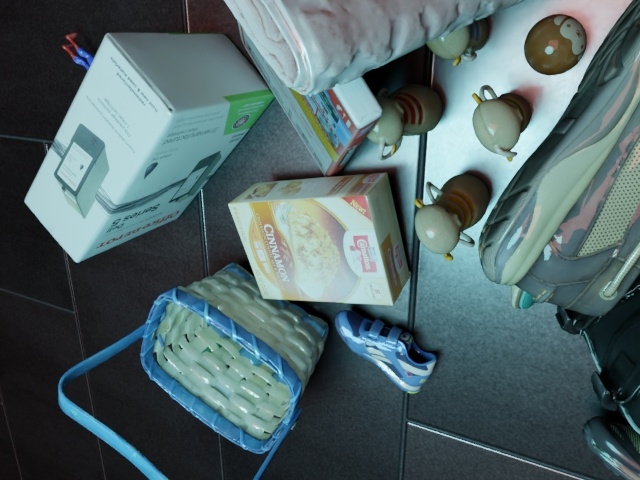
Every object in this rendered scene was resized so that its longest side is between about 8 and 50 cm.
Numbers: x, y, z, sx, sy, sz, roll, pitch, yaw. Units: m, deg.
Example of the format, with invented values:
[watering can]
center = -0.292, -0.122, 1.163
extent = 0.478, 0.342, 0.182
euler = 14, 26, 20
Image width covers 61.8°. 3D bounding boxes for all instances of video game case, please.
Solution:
[video game case]
center = -0.026, -0.169, 0.524
extent = 0.025, 0.285, 0.204
euler = -32, 92, -4

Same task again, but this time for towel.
[towel]
center = 0.028, -0.296, 0.403
extent = 0.316, 0.332, 0.053
euler = 57, 151, 0

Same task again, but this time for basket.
[basket]
center = -0.135, 0.180, 0.685
extent = 0.255, 0.289, 0.201
euler = 34, 124, 14

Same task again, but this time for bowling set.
[bowling set]
center = 0.129, -0.152, 0.494
extent = 0.200, 0.154, 0.286
euler = -33, 91, 34

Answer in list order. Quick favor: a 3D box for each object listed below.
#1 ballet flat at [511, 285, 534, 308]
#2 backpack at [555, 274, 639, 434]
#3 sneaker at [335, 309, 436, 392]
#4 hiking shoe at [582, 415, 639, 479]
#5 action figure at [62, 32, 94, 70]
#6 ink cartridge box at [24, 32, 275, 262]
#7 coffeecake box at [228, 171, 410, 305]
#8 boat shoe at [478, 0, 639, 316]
[ballet flat]
center = 0.235, -0.006, 0.561
extent = 0.052, 0.057, 0.168
euler = 45, 124, 41
[backpack]
center = 0.351, 0.046, 0.408
extent = 0.191, 0.225, 0.253
euler = 28, 118, -8
[sneaker]
center = 0.085, 0.130, 0.688
extent = 0.144, 0.053, 0.059
euler = 36, 123, 3
[hiking shoe]
center = 0.392, 0.207, 0.538
extent = 0.227, 0.086, 0.114
euler = 15, 102, 18
[action figure]
center = -0.329, -0.251, 0.789
extent = 0.115, 0.030, 0.038
euler = 51, 129, -2
[ink cartridge box]
center = -0.215, -0.118, 0.673
extent = 0.114, 0.198, 0.273
euler = 49, 124, 3
[coffeecake box]
center = 0.000, 0.000, 0.651
extent = 0.186, 0.068, 0.142
euler = -1, 119, 30
[boat shoe]
center = 0.263, -0.095, 0.403
extent = 0.130, 0.132, 0.355
euler = 32, 113, 4
